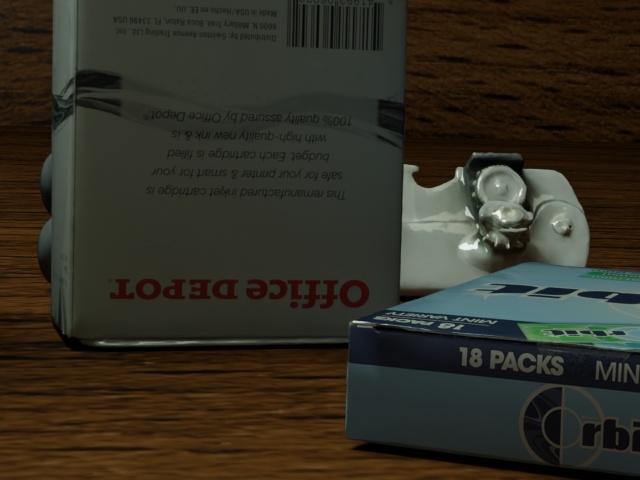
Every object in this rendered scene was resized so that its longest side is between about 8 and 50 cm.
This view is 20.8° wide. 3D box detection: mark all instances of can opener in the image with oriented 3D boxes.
[{"bbox_3d":[0.000,0.000,0.874,0.280,0.074,0.093,2,-28,-11],"label":"can opener"}]

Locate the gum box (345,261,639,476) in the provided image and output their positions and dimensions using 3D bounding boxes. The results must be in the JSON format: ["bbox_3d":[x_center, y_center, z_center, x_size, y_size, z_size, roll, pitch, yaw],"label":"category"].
[{"bbox_3d":[0.115,0.041,0.585,0.157,0.041,0.184,5,6,23],"label":"gum box"}]

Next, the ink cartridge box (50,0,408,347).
[{"bbox_3d":[-0.041,-0.056,0.730,0.139,0.191,0.082,1,5,-17],"label":"ink cartridge box"}]
